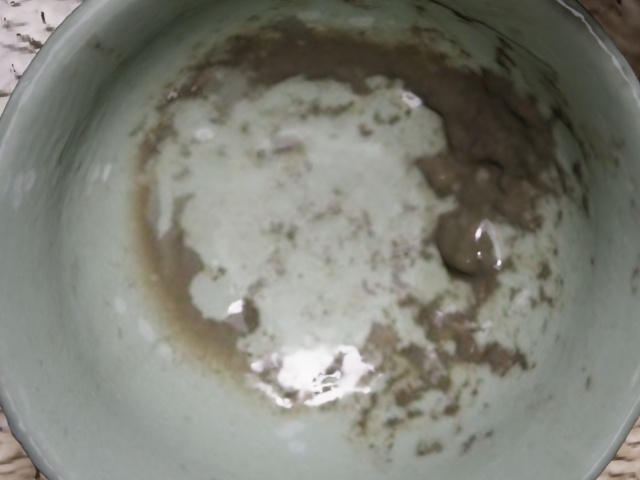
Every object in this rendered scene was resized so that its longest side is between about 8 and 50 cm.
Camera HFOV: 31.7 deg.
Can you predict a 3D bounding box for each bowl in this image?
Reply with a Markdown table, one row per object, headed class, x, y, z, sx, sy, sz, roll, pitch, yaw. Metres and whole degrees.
| class | x | y | z | sx | sy | sz | roll | pitch | yaw |
| --- | --- | --- | --- | --- | --- | --- | --- | --- | --- |
| bowl | 0.000 | 0.000 | 0.514 | 0.289 | 0.146 | 0.289 | -1 | 104 | -4 |
